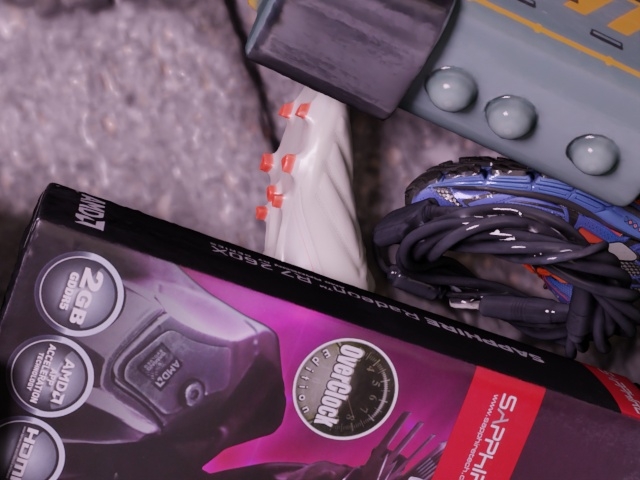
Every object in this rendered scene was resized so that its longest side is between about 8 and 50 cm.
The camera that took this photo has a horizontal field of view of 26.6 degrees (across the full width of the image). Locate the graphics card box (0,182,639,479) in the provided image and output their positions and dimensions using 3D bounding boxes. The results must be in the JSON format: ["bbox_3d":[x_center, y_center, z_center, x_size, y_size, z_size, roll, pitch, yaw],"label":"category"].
[{"bbox_3d":[-0.016,0.137,0.756,0.370,0.094,0.233,20,102,-11],"label":"graphics card box"}]

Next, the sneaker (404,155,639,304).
[{"bbox_3d":[0.157,0.003,0.843,0.221,0.083,0.087,14,95,-8],"label":"sneaker"}]

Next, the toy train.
[{"bbox_3d":[0.112,-0.130,0.780,0.334,0.142,0.190,25,51,-9],"label":"toy train"}]

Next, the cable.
[{"bbox_3d":[0.110,0.026,0.771,0.150,0.184,0.047,32,74,-13],"label":"cable"}]

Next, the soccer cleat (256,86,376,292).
[{"bbox_3d":[0.000,0.000,0.815,0.076,0.068,0.196,8,92,-18],"label":"soccer cleat"}]
